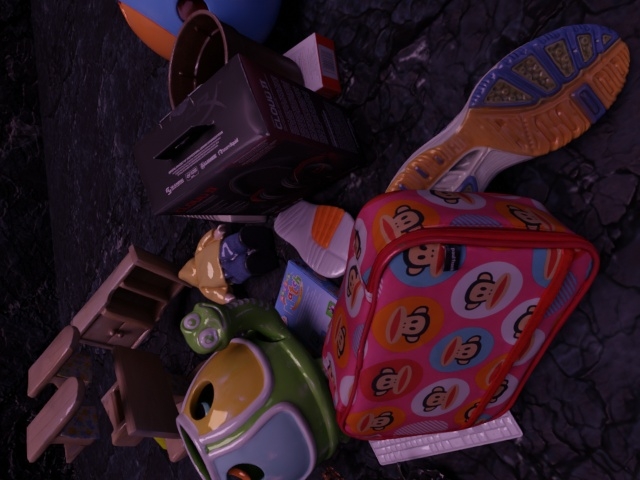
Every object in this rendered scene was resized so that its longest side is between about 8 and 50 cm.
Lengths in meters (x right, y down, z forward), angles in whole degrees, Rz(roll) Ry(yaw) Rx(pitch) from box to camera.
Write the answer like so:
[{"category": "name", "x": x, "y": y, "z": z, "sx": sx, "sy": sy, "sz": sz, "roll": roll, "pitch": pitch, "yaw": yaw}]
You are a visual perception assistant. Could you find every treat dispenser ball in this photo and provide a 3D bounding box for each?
[{"category": "treat dispenser ball", "x": -0.209, "y": -0.448, "z": 0.690, "sx": 0.288, "sy": 0.288, "sz": 0.288, "roll": 5, "pitch": 97, "yaw": 43}]

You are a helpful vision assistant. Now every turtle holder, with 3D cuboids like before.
[{"category": "turtle holder", "x": -0.097, "y": 0.256, "z": 0.634, "sx": 0.243, "sy": 0.227, "sz": 0.320, "roll": 40, "pitch": 139, "yaw": 32}]

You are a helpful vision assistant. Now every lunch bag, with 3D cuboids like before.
[{"category": "lunch bag", "x": 0.147, "y": 0.091, "z": 0.443, "sx": 0.120, "sy": 0.258, "sz": 0.293, "roll": -107, "pitch": 22, "yaw": -54}]

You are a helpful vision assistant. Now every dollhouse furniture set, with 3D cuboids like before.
[{"category": "dollhouse furniture set", "x": -0.384, "y": 0.239, "z": 0.891, "sx": 0.256, "sy": 0.362, "sz": 0.394, "roll": -49, "pitch": 47, "yaw": 5}]

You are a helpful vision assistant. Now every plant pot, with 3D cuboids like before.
[{"category": "plant pot", "x": -0.128, "y": -0.250, "z": 0.643, "sx": 0.167, "sy": 0.165, "sz": 0.167, "roll": 5, "pitch": 97, "yaw": 43}]

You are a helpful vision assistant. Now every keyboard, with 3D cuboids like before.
[{"category": "keyboard", "x": 0.162, "y": 0.278, "z": 0.592, "sx": 0.256, "sy": 0.014, "sz": 0.072, "roll": -39, "pitch": 67, "yaw": 39}]

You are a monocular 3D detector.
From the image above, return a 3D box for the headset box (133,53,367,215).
[{"category": "headset box", "x": -0.098, "y": -0.126, "z": 0.583, "sx": 0.218, "sy": 0.293, "sz": 0.110, "roll": -26, "pitch": 80, "yaw": 29}]

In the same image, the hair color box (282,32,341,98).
[{"category": "hair color box", "x": -0.045, "y": -0.279, "z": 0.713, "sx": 0.167, "sy": 0.053, "sz": 0.093, "roll": -11, "pitch": 87, "yaw": 42}]

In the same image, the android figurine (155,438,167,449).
[{"category": "android figurine", "x": -0.436, "y": 0.462, "z": 1.070, "sx": 0.248, "sy": 0.056, "sz": 0.273, "roll": 13, "pitch": 133, "yaw": 54}]

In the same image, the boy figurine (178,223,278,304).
[{"category": "boy figurine", "x": -0.216, "y": 0.061, "z": 0.879, "sx": 0.285, "sy": 0.092, "sz": 0.177, "roll": -23, "pitch": 78, "yaw": 43}]

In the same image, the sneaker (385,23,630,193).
[{"category": "sneaker", "x": 0.188, "y": -0.122, "z": 0.468, "sx": 0.296, "sy": 0.131, "sz": 0.112, "roll": -38, "pitch": 96, "yaw": 15}]

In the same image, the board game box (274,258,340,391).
[{"category": "board game box", "x": -0.001, "y": 0.153, "z": 0.718, "sx": 0.211, "sy": 0.039, "sz": 0.160, "roll": 35, "pitch": 117, "yaw": 35}]

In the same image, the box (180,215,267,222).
[{"category": "box", "x": -0.236, "y": -0.101, "z": 0.879, "sx": 0.275, "sy": 0.094, "sz": 0.113, "roll": 6, "pitch": 97, "yaw": 44}]

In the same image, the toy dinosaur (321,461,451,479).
[{"category": "toy dinosaur", "x": 0.122, "y": 0.451, "z": 0.564, "sx": 0.321, "sy": 0.164, "sz": 0.219, "roll": 14, "pitch": 121, "yaw": 20}]

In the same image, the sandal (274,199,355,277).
[{"category": "sandal", "x": 0.005, "y": -0.009, "z": 0.681, "sx": 0.102, "sy": 0.076, "sz": 0.265, "roll": -57, "pitch": 32, "yaw": 2}]
